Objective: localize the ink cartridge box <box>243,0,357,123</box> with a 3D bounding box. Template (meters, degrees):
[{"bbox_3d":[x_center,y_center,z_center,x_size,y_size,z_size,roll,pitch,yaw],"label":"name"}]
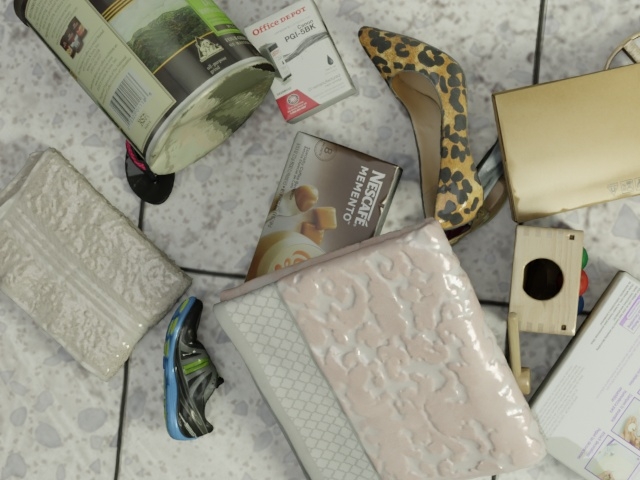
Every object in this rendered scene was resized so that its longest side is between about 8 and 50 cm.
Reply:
[{"bbox_3d":[-0.027,-0.233,1.748,0.099,0.056,0.135,-26,87,8],"label":"ink cartridge box"}]

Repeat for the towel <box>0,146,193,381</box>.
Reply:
[{"bbox_3d":[-0.326,0.028,1.796,0.282,0.049,0.187,42,96,6],"label":"towel"}]

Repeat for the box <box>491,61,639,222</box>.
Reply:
[{"bbox_3d":[0.321,-0.122,1.672,0.201,0.021,0.164,-13,101,-7],"label":"box"}]

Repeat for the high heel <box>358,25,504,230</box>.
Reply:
[{"bbox_3d":[0.114,-0.140,1.676,0.261,0.093,0.186,39,64,0],"label":"high heel"}]

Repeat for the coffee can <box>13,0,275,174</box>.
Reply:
[{"bbox_3d":[-0.220,-0.249,1.693,0.201,0.201,0.275,-42,80,6],"label":"coffee can"}]

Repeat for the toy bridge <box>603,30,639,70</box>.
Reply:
[{"bbox_3d":[0.403,-0.228,1.700,0.188,0.026,0.063,-41,84,6],"label":"toy bridge"}]

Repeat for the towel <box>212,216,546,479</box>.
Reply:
[{"bbox_3d":[0.069,0.162,1.636,0.317,0.053,0.332,-19,109,26],"label":"towel"}]

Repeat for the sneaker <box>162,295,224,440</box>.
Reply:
[{"bbox_3d":[-0.166,0.167,1.772,0.078,0.067,0.188,0,88,-13],"label":"sneaker"}]

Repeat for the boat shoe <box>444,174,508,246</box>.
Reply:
[{"bbox_3d":[0.187,-0.033,1.721,0.135,0.045,0.050,-44,84,6],"label":"boat shoe"}]

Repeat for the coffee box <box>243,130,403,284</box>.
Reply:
[{"bbox_3d":[0.000,0.000,1.722,0.141,0.098,0.247,21,93,7],"label":"coffee box"}]

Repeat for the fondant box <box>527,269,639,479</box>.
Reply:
[{"bbox_3d":[0.441,0.224,1.659,0.330,0.096,0.238,35,95,8],"label":"fondant box"}]

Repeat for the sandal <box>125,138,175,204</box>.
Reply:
[{"bbox_3d":[-0.229,-0.136,1.785,0.067,0.040,0.179,-2,90,7],"label":"sandal"}]

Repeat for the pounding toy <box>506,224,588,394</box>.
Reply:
[{"bbox_3d":[0.274,0.087,1.640,0.094,0.181,0.206,5,91,8],"label":"pounding toy"}]
